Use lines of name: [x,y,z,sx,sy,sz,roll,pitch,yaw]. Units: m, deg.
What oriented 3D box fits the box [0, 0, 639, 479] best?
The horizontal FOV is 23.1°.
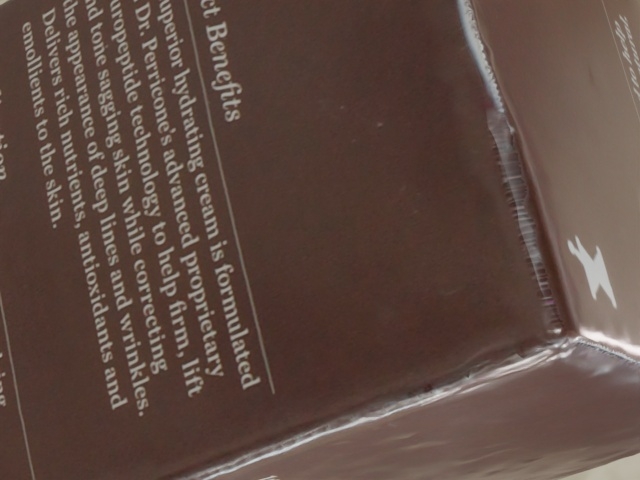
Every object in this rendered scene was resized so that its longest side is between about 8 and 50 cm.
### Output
box: [0.000,0.000,0.492,0.203,0.168,0.167,-23,157,27]
